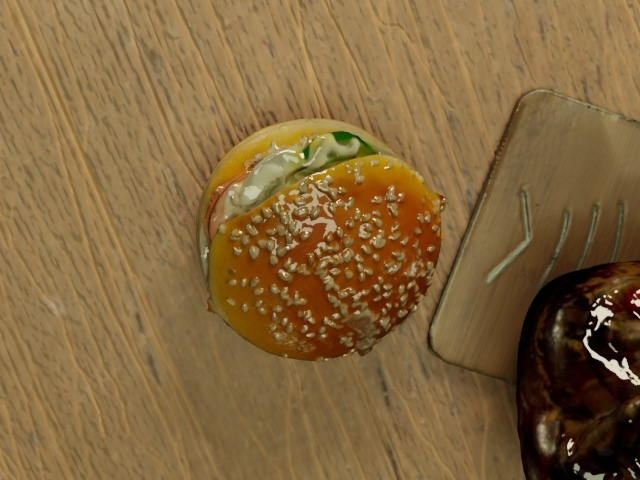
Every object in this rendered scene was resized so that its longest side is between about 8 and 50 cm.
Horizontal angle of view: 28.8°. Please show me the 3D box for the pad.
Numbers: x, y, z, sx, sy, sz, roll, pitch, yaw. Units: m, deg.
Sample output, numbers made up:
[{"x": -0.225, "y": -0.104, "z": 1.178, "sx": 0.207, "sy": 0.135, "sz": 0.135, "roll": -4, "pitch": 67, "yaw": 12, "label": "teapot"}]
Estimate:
[{"x": 0.276, "y": 0.023, "z": 1.227, "sx": 0.284, "sy": 0.018, "sz": 0.286, "roll": 17, "pitch": 103, "yaw": -11, "label": "pad"}]

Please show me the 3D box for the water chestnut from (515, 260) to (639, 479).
[{"x": 0.310, "y": 0.144, "z": 1.130, "sx": 0.289, "sy": 0.244, "sz": 0.289, "roll": -2, "pitch": 108, "yaw": -7, "label": "water chestnut"}]

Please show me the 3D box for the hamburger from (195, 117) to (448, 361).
[{"x": -0.003, "y": 0.003, "z": 1.117, "sx": 0.237, "sy": 0.147, "sz": 0.237, "roll": -2, "pitch": 109, "yaw": -7, "label": "hamburger"}]
